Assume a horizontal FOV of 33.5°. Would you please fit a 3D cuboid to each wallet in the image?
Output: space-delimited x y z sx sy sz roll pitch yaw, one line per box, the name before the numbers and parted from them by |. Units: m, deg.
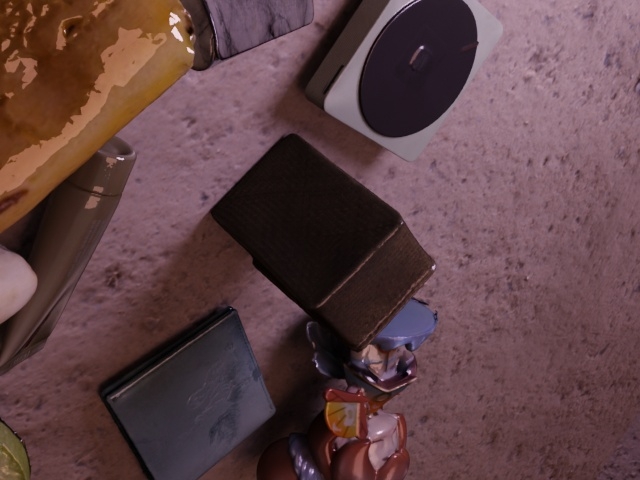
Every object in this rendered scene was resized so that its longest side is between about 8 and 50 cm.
wallet | -0.203 0.264 1.719 0.251 0.054 0.290 -36 134 -22

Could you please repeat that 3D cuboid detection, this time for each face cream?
face cream | -0.336 0.022 1.371 0.341 0.084 0.137 -64 174 19

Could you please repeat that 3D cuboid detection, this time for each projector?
projector | 0.125 -0.269 1.569 0.259 0.079 0.257 25 103 -50

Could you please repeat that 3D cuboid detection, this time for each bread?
bread | -0.370 -0.201 1.029 0.394 0.250 0.361 -43 118 -4

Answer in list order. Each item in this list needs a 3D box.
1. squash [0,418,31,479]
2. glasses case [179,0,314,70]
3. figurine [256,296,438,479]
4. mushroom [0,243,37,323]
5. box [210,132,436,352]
squash | -0.484 0.336 1.405 0.220 0.133 0.220 -10 116 -20
glasses case | -0.092 -0.281 1.242 0.114 0.060 0.299 69 26 -13
figurine | 0.051 0.287 1.837 0.277 0.248 0.388 -20 123 -47
mushroom | -0.471 0.083 1.182 0.336 0.314 0.314 -40 149 -55
box | 0.001 0.001 1.518 0.184 0.273 0.143 -47 142 -4
